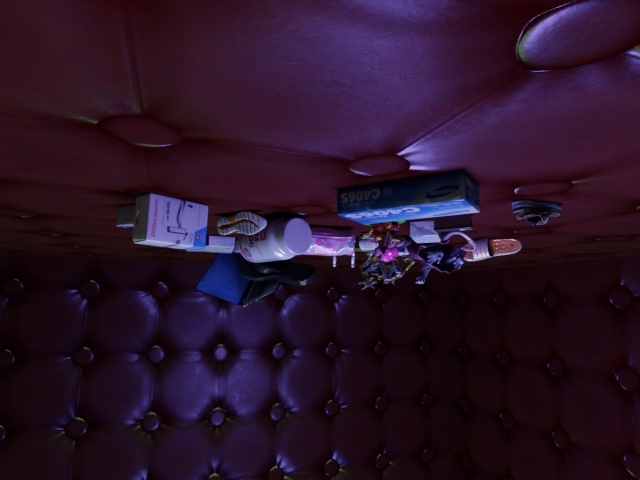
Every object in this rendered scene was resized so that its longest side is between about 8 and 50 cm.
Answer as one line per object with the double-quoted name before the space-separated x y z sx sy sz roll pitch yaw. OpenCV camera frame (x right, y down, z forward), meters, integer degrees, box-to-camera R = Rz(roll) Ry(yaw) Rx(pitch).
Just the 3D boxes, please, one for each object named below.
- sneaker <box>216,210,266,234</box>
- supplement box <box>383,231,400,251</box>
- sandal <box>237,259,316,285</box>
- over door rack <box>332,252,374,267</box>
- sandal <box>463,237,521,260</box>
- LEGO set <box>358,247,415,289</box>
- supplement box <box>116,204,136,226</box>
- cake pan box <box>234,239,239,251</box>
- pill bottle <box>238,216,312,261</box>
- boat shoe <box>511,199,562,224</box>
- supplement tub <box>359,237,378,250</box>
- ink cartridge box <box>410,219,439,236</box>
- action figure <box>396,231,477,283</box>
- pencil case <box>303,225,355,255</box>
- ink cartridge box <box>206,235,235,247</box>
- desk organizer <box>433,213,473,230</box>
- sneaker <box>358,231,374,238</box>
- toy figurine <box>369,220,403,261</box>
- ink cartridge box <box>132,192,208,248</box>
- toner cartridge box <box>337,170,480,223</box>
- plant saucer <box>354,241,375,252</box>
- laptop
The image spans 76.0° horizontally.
"sneaker" -0.275 -0.064 1.479 0.215 0.084 0.083 -1 -175 33
"supplement box" 0.303 0.007 1.806 0.043 0.055 0.083 7 132 -36
"sandal" -0.233 0.128 2.113 0.446 0.107 0.167 4 -142 24
"over door rack" 0.193 0.112 2.468 0.240 0.108 0.324 1 172 2
"sandal" 0.797 0.029 1.921 0.266 0.101 0.076 -12 166 22
"LEGO set" 0.385 0.180 2.287 0.331 0.192 0.255 -35 147 31
"supplement box" -0.587 -0.068 1.463 0.130 0.073 0.239 -3 172 19
"cake pan box" -0.294 0.027 2.088 0.246 0.070 0.267 7 170 -26
"pill bottle" -0.174 -0.003 1.558 0.160 0.160 0.283 9 168 -43
"boat shoe" 0.665 -0.082 1.261 0.183 0.066 0.066 4 171 -18
"supplement tub" 0.241 0.009 1.896 0.107 0.070 0.071 -5 170 37
"ink cartridge box" 0.421 -0.033 1.632 0.104 0.060 0.180 -3 170 20
"action figure" 0.471 0.033 1.881 0.248 0.275 0.370 44 175 -16
"pencil case" 0.000 0.000 1.707 0.284 0.124 0.124 4 171 -13
"ink cartridge box" -0.566 0.020 2.094 0.239 0.060 0.275 4 172 -14
"desk organizer" 0.475 -0.061 1.471 0.130 0.050 0.047 -4 170 31
"sneaker" 0.206 -0.022 1.824 0.035 0.031 0.083 10 168 -44
"toy figurine" 0.238 0.002 1.555 0.130 0.159 0.173 9 169 -42
"ink cartridge box" -0.466 -0.054 1.284 0.086 0.148 0.203 -5 170 40
"toner cartridge box" 0.233 -0.107 1.112 0.348 0.075 0.165 -5 171 33
"plant saucer" 0.274 0.027 2.096 0.188 0.045 0.188 7 170 -33
"laptop" -0.399 0.149 2.251 0.408 0.381 0.236 -28 114 28
